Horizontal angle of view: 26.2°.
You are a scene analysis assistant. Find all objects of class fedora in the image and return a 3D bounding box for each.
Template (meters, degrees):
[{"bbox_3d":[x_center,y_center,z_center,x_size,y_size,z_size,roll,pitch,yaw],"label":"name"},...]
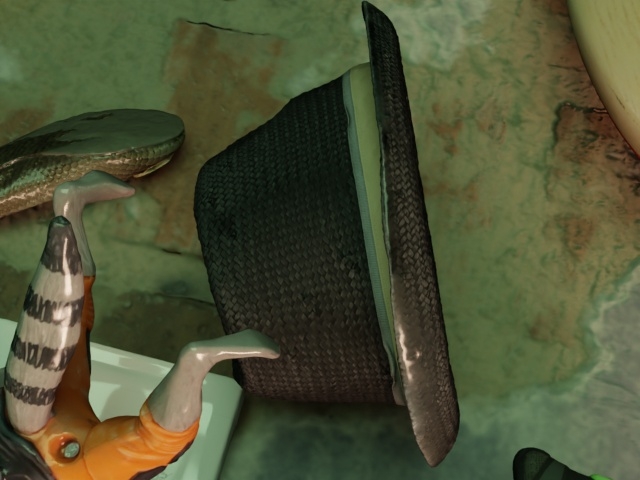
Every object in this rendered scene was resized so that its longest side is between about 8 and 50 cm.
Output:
[{"bbox_3d":[0.000,0.000,0.942,0.152,0.334,0.334,-9,65,4],"label":"fedora"}]

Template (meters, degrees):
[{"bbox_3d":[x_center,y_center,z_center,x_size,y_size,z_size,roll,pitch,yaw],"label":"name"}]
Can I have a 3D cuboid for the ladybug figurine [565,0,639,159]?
[{"bbox_3d":[0.341,-0.179,1.103,0.305,0.162,0.449,-4,64,-3],"label":"ladybug figurine"}]

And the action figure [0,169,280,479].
[{"bbox_3d":[-0.218,0.110,0.884,0.341,0.178,0.330,40,102,25],"label":"action figure"}]

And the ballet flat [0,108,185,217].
[{"bbox_3d":[-0.227,-0.049,1.098,0.249,0.058,0.084,-18,31,-15],"label":"ballet flat"}]

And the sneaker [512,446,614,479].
[{"bbox_3d":[0.029,0.315,0.885,0.482,0.185,0.202,-33,52,-18],"label":"sneaker"}]

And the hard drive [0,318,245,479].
[{"bbox_3d":[-0.193,0.221,0.975,0.203,0.040,0.308,14,66,6],"label":"hard drive"}]
